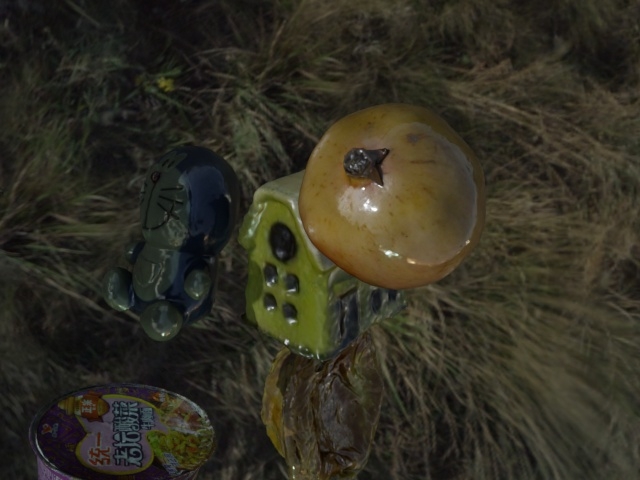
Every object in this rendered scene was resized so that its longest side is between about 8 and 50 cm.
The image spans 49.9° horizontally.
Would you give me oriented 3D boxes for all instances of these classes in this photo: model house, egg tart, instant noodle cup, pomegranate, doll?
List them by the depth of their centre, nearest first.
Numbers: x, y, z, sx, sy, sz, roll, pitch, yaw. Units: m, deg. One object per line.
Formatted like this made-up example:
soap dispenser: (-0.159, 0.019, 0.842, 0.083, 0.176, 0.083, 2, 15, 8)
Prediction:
pomegranate: (0.074, -0.045, 0.679, 0.191, 0.191, 0.191, 0, 90, -29)
model house: (0.000, 0.000, 0.898, 0.193, 0.175, 0.234, -24, 118, -40)
doll: (-0.198, -0.005, 0.968, 0.154, 0.228, 0.258, 4, 99, -38)
egg tart: (-0.003, 0.271, 1.206, 0.352, 0.150, 0.351, -16, 108, -62)
instant noodle cup: (-0.379, 0.466, 1.303, 0.340, 0.340, 0.265, 2, 108, -29)

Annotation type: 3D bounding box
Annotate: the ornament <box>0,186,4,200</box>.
ornament: (-0.525, -0.106, 0.907, 0.231, 0.244, 0.061, 8, 125, -12)
